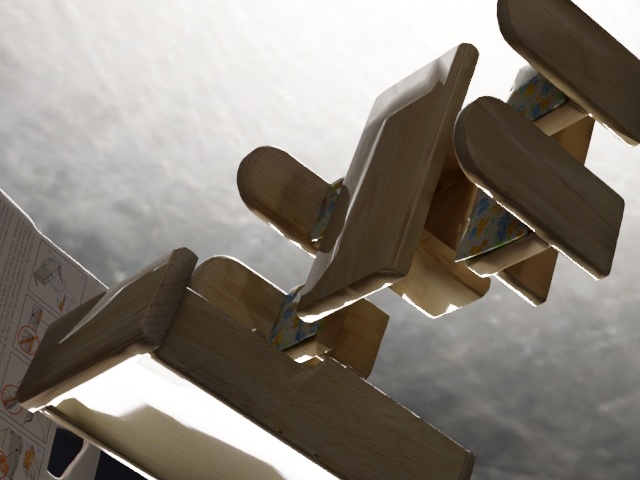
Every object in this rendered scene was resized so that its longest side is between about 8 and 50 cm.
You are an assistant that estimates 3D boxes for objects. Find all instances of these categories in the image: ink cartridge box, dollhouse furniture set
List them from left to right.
[{"bbox_3d":[-0.267,0.102,1.150,0.066,0.296,0.261,-16,136,27],"label":"ink cartridge box"},{"bbox_3d":[0.000,0.000,0.689,0.161,0.242,0.212,36,143,-21],"label":"dollhouse furniture set"}]
